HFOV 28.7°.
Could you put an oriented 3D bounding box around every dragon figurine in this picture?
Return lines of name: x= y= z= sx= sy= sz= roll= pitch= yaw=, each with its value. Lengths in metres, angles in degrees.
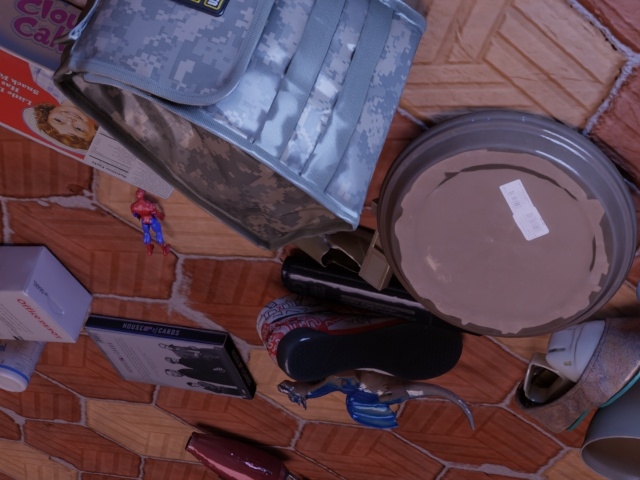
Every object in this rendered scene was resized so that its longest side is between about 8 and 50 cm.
dragon figurine: x=0.083 y=0.216 z=1.808 sx=0.289 sy=0.085 sz=0.144 roll=15 pitch=150 yaw=5

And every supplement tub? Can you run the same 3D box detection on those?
supplement tub: x=-0.494 y=0.186 z=2.037 sx=0.071 sy=0.107 sz=0.071 roll=12 pitch=149 yaw=8

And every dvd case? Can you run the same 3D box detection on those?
dvd case: x=-0.235 y=0.186 z=1.982 sx=0.239 sy=0.029 sz=0.179 roll=7 pitch=149 yaw=19

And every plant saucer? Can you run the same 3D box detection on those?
plant saucer: x=0.192 y=-0.005 z=1.320 sx=0.278 sy=0.041 sz=0.277 roll=8 pitch=122 yaw=12

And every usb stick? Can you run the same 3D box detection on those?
usb stick: x=0.087 y=0.070 z=1.608 sx=0.278 sy=0.045 sz=0.077 roll=12 pitch=158 yaw=9

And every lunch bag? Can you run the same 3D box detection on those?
lunch bag: x=-0.074 y=-0.167 z=1.108 sx=0.287 sy=0.235 sz=0.169 roll=34 pitch=152 yaw=-28

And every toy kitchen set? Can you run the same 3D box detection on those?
toy kitchen set: x=0.079 y=-0.002 z=1.443 sx=0.068 sy=0.083 sz=0.075 roll=37 pitch=128 yaw=25

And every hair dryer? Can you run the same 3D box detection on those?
hair dryer: x=-0.150 y=0.434 z=2.296 sx=0.224 sy=0.080 sz=0.293 roll=-3 pitch=144 yaw=33

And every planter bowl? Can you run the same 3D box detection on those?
planter bowl: x=0.434 y=0.249 z=1.656 sx=0.162 sy=0.109 sz=0.162 roll=13 pitch=150 yaw=8

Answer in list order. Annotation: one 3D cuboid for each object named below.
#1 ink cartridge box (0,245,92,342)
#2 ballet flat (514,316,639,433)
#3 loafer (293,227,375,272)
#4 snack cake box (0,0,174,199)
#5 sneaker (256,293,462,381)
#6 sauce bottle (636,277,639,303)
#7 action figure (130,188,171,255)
ink cartridge box: x=-0.467 y=0.080 z=1.869 sx=0.203 sy=0.086 sz=0.148 roll=0 pitch=146 yaw=26
ballet flat: x=0.325 y=0.166 z=1.589 sx=0.106 sy=0.107 sz=0.316 roll=28 pitch=149 yaw=2
loafer: x=0.000 y=0.000 z=1.530 sx=0.148 sy=0.050 sz=0.056 roll=14 pitch=150 yaw=6
snack cake box: x=-0.252 y=-0.161 z=1.358 sx=0.264 sy=0.089 sz=0.152 roll=25 pitch=151 yaw=-12
sneaker: x=0.048 y=0.123 z=1.683 sx=0.270 sy=0.090 sz=0.145 roll=-1 pitch=-159 yaw=-25
sauce bottle: x=0.501 y=0.126 z=1.417 sx=0.344 sy=0.111 sz=0.111 roll=30 pitch=148 yaw=-23
action figure: x=-0.223 y=-0.026 z=1.626 sx=0.038 sy=0.030 sz=0.115 roll=4 pitch=143 yaw=12
